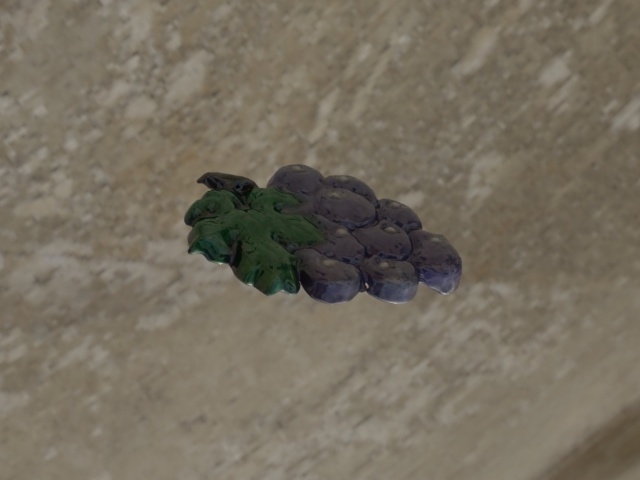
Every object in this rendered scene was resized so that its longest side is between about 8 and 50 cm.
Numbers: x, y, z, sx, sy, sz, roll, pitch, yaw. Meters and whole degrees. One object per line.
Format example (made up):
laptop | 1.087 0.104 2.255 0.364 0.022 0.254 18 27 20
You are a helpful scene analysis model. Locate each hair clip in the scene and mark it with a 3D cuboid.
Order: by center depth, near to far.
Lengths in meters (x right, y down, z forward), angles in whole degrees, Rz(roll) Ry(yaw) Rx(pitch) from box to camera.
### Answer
hair clip | 0.000 0.002 0.906 0.195 0.124 0.052 4 125 -30
